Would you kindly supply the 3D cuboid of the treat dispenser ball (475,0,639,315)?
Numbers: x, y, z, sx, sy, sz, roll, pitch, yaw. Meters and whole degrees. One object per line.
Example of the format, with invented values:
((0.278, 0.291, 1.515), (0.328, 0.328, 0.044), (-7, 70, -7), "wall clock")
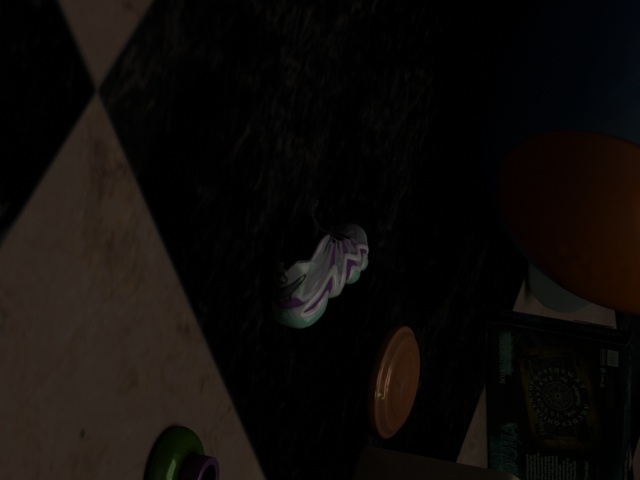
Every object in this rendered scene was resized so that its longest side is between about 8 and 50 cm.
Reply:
((0.264, -0.084, 1.231), (0.288, 0.288, 0.288), (9, 90, -67), "treat dispenser ball")

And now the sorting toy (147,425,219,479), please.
((-0.069, 0.152, 0.850), (0.061, 0.042, 0.102), (54, 49, -59), "sorting toy")

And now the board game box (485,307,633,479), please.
((0.209, 0.151, 1.401), (0.026, 0.126, 0.186), (-50, 143, -51), "board game box")

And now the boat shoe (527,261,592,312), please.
((0.246, -0.067, 1.451), (0.088, 0.096, 0.267), (-47, 142, -59), "boat shoe")

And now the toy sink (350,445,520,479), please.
((0.097, 0.267, 1.177), (0.234, 0.131, 0.153), (49, 54, -56), "toy sink")

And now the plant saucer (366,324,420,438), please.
((0.055, 0.103, 1.164), (0.083, 0.013, 0.083), (9, 90, -67), "plant saucer")

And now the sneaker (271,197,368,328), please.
((0.000, 0.000, 0.961), (0.098, 0.038, 0.069), (-55, 147, -48), "sneaker")
